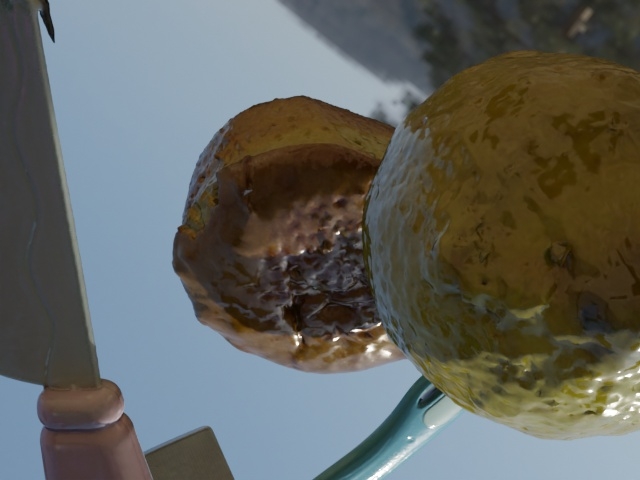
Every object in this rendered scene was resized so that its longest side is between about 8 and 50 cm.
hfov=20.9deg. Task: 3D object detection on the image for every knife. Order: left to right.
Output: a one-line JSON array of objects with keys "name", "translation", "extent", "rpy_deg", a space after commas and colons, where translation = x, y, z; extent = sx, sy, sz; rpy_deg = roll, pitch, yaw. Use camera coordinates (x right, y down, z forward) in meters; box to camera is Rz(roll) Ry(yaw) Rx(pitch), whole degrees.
[{"name": "knife", "translation": [-0.129, 0.044, 0.809], "extent": [0.043, 0.081, 0.336], "rpy_deg": [-62, -35, -67]}, {"name": "knife", "translation": [0.057, 0.168, 1.474], "extent": [0.064, 0.222, 0.031], "rpy_deg": [32, -157, -42]}]

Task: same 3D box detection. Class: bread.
[{"name": "bread", "translation": [0.000, 0.000, 1.468], "extent": [0.268, 0.268, 0.146], "rpy_deg": [32, -148, -28]}]

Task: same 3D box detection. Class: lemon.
[{"name": "lemon", "translation": [0.150, 0.003, 1.092], "extent": [0.245, 0.245, 0.320], "rpy_deg": [35, -175, -14]}]

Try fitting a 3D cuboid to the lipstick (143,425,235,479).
[{"name": "lipstick", "translation": [-0.055, 0.338, 1.443], "extent": [0.371, 0.080, 0.076], "rpy_deg": [66, 169, 2]}]
